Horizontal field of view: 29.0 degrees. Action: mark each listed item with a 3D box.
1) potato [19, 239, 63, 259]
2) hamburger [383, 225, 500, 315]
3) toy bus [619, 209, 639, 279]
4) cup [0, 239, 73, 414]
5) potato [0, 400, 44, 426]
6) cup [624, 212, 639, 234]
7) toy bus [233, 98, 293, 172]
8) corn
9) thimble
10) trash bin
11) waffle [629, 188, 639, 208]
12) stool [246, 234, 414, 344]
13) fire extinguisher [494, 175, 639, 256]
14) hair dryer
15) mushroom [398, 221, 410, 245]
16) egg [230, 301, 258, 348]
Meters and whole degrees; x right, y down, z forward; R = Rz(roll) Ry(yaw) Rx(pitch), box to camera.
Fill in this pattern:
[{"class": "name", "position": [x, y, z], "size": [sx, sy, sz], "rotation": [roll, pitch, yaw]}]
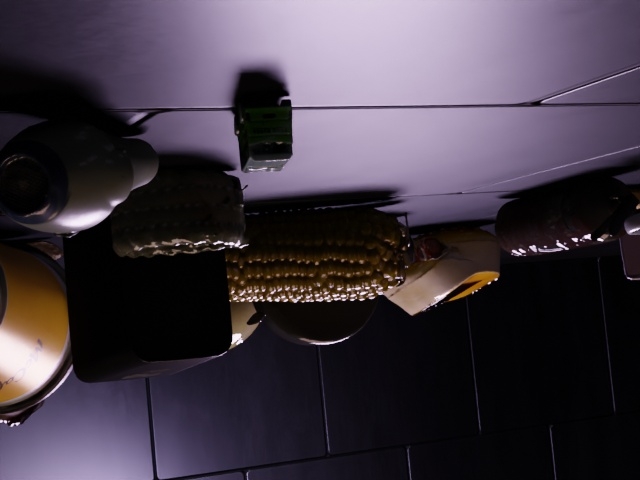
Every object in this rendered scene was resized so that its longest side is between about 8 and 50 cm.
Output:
[{"class": "potato", "position": [-0.347, 0.016, 1.440], "size": [0.093, 0.037, 0.036], "rotation": [-24, -155, 3]}, {"class": "hamburger", "position": [0.182, 0.039, 1.905], "size": [0.173, 0.116, 0.210], "rotation": [-16, 169, -26]}, {"class": "toy bus", "position": [0.610, -0.011, 1.847], "size": [0.317, 0.112, 0.138], "rotation": [-5, -179, 15]}, {"class": "cup", "position": [-0.359, 0.077, 1.276], "size": [0.196, 0.196, 0.279], "rotation": [-5, 168, 0]}, {"class": "potato", "position": [-0.476, 0.120, 1.554], "size": [0.266, 0.229, 0.229], "rotation": [4, 179, 18]}, {"class": "cup", "position": [0.371, -0.040, 1.198], "size": [0.136, 0.099, 0.133], "rotation": [17, -169, 36]}, {"class": "toy bus", "position": [-0.032, -0.059, 0.712], "size": [0.031, 0.037, 0.083], "rotation": [-4, 177, -7]}, {"class": "corn", "position": [-0.056, 0.017, 1.341], "size": [0.305, 0.106, 0.106], "rotation": [-2, 176, -6]}, {"class": "thimble", "position": [-0.110, -0.021, 0.968], "size": [0.110, 0.062, 0.084], "rotation": [-4, 175, -20]}, {"class": "trash bin", "position": [-0.162, 0.044, 1.163], "size": [0.115, 0.165, 0.225], "rotation": [-3, 173, -22]}, {"class": "waffle", "position": [0.356, -0.049, 1.509], "size": [0.153, 0.023, 0.097], "rotation": [-5, 175, -29]}, {"class": "stool", "position": [0.009, 0.056, 1.594], "size": [0.228, 0.153, 0.139], "rotation": [-5, 176, -13]}, {"class": "fire extinguisher", "position": [0.274, -0.021, 1.364], "size": [0.089, 0.072, 0.268], "rotation": [-42, -172, -17]}, {"class": "hair dryer", "position": [-0.187, -0.042, 0.724], "size": [0.199, 0.067, 0.167], "rotation": [4, -174, 25]}, {"class": "mushroom", "position": [0.000, 0.000, 1.445], "size": [0.209, 0.071, 0.084], "rotation": [-9, 143, 12]}, {"class": "egg", "position": [-0.171, 0.081, 1.717], "size": [0.201, 0.164, 0.164], "rotation": [-2, 175, -40]}]
